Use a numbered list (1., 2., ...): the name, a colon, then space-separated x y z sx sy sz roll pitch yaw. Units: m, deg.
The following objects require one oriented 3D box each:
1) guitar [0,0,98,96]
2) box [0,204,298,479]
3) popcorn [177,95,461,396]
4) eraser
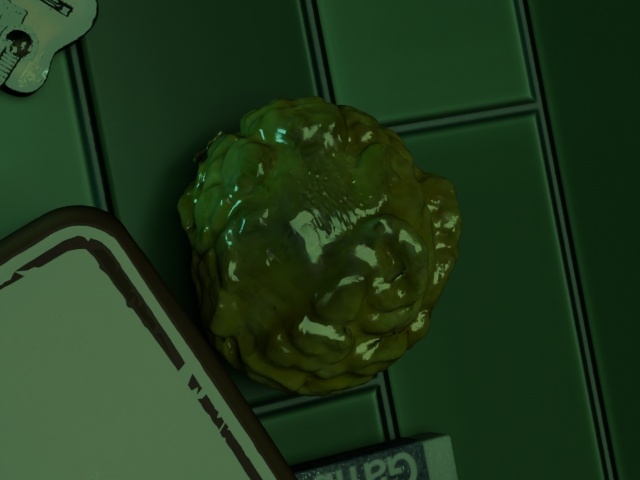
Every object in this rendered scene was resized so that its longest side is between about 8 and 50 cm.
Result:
1. guitar: -0.265 -0.127 1.107 0.088 0.025 0.233 32 76 -18
2. box: -0.173 0.158 0.992 0.239 0.229 0.339 -34 94 -12
3. popcorn: 0.000 0.000 1.125 0.250 0.190 0.250 0 89 5
4. eraser: 0.020 0.234 1.191 0.212 0.046 0.092 -10 90 -24
